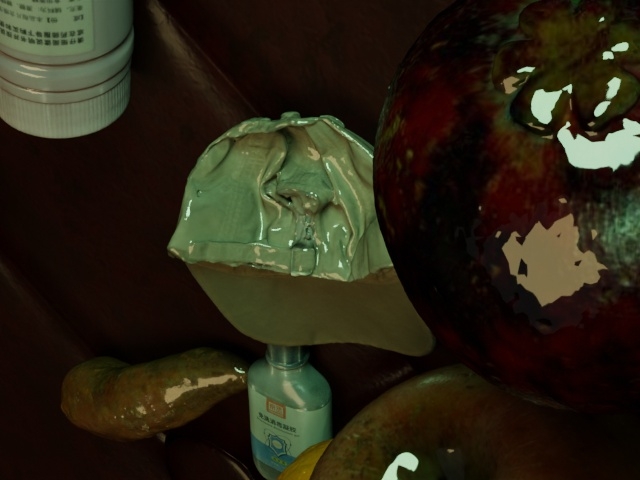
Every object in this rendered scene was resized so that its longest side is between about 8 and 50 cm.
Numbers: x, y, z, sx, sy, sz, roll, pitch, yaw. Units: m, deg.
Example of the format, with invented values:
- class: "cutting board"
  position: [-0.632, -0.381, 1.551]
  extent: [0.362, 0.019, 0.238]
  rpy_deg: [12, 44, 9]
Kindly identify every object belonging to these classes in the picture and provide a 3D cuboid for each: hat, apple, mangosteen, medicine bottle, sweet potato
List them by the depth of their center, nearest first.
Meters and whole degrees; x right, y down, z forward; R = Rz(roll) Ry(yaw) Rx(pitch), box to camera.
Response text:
- class: "mangosteen"
  position: [0.178, -0.036, 0.928]
  extent: [0.311, 0.311, 0.311]
  rpy_deg: [25, 137, 25]
- class: "apple"
  position: [0.154, 0.270, 1.220]
  extent: [0.338, 0.338, 0.305]
  rpy_deg: [6, 146, 40]
- class: "medicine bottle"
  position: [-0.220, -0.217, 1.275]
  extent: [0.133, 0.133, 0.249]
  rpy_deg: [28, 140, 22]
- class: "hat"
  position: [0.000, 0.000, 1.315]
  extent: [0.214, 0.149, 0.244]
  rpy_deg: [4, 163, 18]
- class: "medicine bottle"
  position: [-0.030, 0.158, 1.491]
  extent: [0.090, 0.054, 0.208]
  rpy_deg: [22, 135, 28]
- class: "sweet potato"
  position: [-0.180, 0.163, 1.603]
  extent: [0.292, 0.097, 0.097]
  rpy_deg: [-9, 116, 47]

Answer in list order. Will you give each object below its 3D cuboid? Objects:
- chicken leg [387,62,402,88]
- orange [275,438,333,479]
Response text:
- class: "chicken leg"
  position: [0.138, -0.044, 1.149]
  extent: [0.234, 0.063, 0.105]
  rpy_deg: [40, 146, 7]
- class: "orange"
  position: [0.023, 0.275, 1.434]
  extent: [0.161, 0.193, 0.193]
  rpy_deg: [21, 136, 19]
